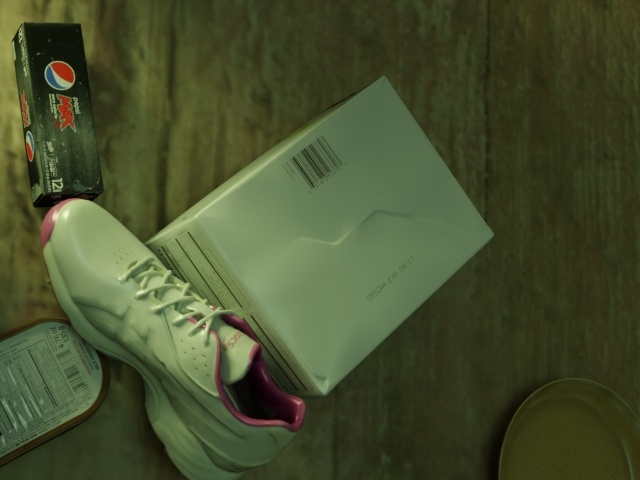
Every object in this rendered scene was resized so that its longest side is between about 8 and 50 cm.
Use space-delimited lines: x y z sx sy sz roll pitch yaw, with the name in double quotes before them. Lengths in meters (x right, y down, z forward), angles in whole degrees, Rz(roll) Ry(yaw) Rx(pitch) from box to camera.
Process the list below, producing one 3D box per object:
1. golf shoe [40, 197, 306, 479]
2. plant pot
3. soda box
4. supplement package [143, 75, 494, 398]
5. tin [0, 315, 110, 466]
"golf shoe" -0.127 0.078 0.917 0.306 0.140 0.115 55 36 -10
"plant pot" 0.293 0.278 1.169 0.236 0.032 0.236 7 75 -26
"soda box" -0.249 -0.119 0.957 0.060 0.053 0.168 -5 81 -30
"supplement package" 0.000 0.000 1.010 0.262 0.145 0.204 -40 99 -30
"tin" -0.271 0.133 0.881 0.190 0.040 0.106 -27 85 -40
